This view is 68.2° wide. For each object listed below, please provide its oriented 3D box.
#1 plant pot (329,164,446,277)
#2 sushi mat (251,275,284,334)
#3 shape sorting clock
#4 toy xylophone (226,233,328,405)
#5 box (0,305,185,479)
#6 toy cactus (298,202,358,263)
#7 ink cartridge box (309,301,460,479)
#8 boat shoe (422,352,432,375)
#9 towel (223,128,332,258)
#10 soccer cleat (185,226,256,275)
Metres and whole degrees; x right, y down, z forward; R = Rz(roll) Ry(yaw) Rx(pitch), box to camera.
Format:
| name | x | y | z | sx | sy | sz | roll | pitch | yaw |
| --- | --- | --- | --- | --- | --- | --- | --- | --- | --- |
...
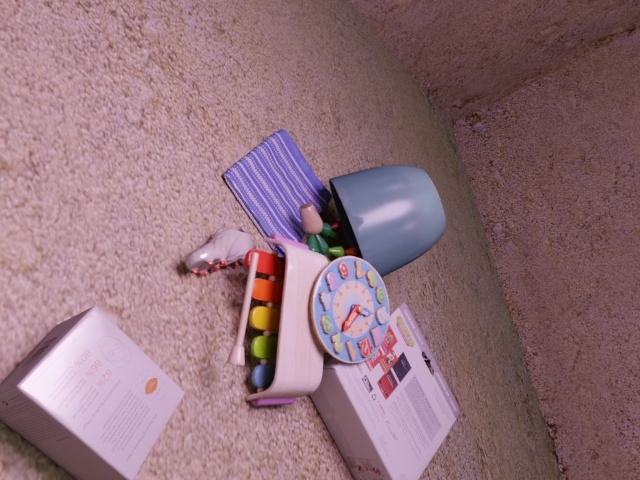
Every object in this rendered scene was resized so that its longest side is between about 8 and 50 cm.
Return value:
| name | x | y | z | sx | sy | sz | roll | pitch | yaw |
| --- | --- | --- | --- | --- | --- | --- | --- | --- | --- |
| plant pot | 0.182 | -0.066 | 1.235 | 0.293 | 0.235 | 0.292 | 159 | -90 | -90 |
| sushi mat | -0.013 | 0.144 | 1.028 | 0.317 | 0.019 | 0.151 | 23 | 77 | -45 |
| shape sorting clock | 0.065 | 0.132 | 0.914 | 0.206 | 0.040 | 0.206 | 5 | 82 | -42 |
| toy xylophone | -0.075 | 0.136 | 0.862 | 0.236 | 0.081 | 0.322 | 30 | 63 | -43 |
| box | -0.276 | 0.191 | 0.574 | 0.170 | 0.091 | 0.130 | 54 | 31 | -20 |
| toy cactus | 0.000 | 0.000 | 1.107 | 0.219 | 0.112 | 0.180 | -48 | 127 | -46 |
| ink cartridge box | 0.139 | 0.333 | 1.033 | 0.272 | 0.130 | 0.309 | -32 | 98 | -42 |
| boat shoe | 0.269 | 0.341 | 1.298 | 0.114 | 0.091 | 0.302 | 34 | 43 | -43 |
| towel | -0.087 | -0.128 | 1.162 | 0.243 | 0.040 | 0.336 | 56 | 31 | -16 |
| soccer cleat | -0.188 | 0.015 | 0.875 | 0.076 | 0.068 | 0.196 | 64 | 22 | 6 |
